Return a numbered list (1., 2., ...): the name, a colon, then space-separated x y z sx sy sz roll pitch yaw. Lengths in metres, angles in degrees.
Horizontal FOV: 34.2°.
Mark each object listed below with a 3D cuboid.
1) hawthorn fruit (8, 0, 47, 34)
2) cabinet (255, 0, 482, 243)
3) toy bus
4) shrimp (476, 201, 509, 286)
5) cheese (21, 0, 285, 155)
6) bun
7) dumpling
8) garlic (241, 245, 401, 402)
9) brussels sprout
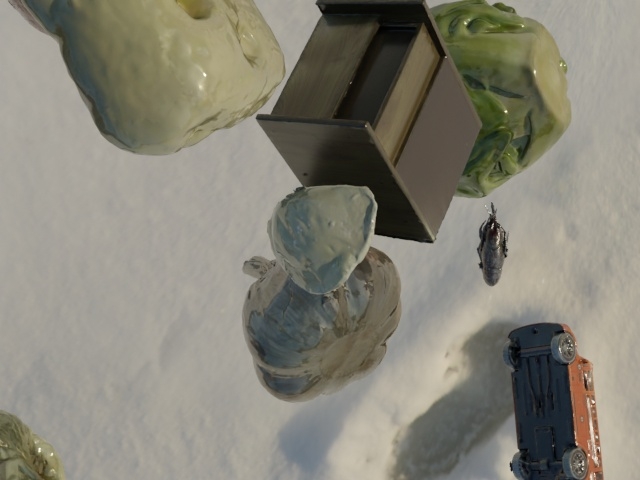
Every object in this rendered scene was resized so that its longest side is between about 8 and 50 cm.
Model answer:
1. hawthorn fruit: -0.365 -0.441 1.626 0.315 0.316 0.316 4 105 14
2. cabinet: 0.058 -0.134 1.161 0.148 0.215 0.175 9 63 32
3. toy bus: 0.461 0.328 2.031 0.143 0.153 0.329 -16 73 45
4. shrimp: 0.319 0.007 1.924 0.056 0.065 0.165 3 101 5
5. cheese: -0.125 -0.185 0.659 0.093 0.159 0.263 -32 93 26
6. bun: -0.353 0.283 1.185 0.111 0.164 0.188 -15 80 11
7. dumpling: 0.000 0.000 0.573 0.077 0.043 0.060 -10 82 20
8. garlic: -0.022 0.069 1.269 0.212 0.218 0.219 43 115 37
9. brussels sprout: 0.227 -0.211 1.618 0.327 0.328 0.247 -4 63 16
